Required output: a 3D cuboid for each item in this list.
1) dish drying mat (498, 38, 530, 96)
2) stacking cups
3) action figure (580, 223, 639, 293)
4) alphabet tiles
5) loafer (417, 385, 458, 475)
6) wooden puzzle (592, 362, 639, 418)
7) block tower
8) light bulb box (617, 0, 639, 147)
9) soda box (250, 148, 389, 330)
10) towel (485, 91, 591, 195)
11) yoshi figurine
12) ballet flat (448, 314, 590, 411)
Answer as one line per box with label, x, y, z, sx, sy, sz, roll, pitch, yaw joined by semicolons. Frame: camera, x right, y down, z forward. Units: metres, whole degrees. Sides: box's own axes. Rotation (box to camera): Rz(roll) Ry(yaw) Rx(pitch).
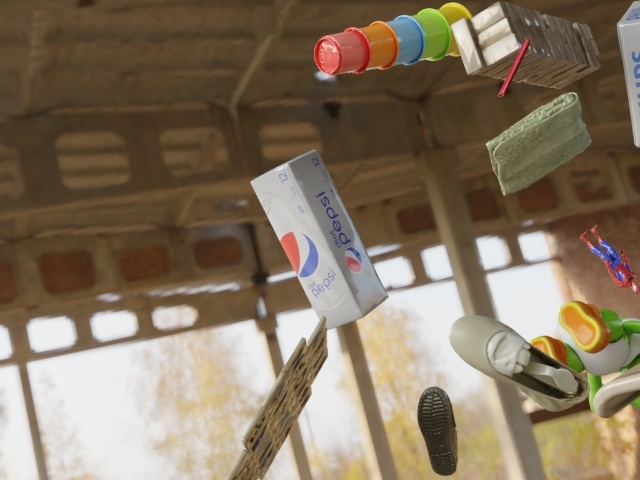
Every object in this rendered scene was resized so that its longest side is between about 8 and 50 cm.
dish drying mat;0.270;-0.239;1.525;0.008;0.083;0.032;26;-2;-3
stacking cups;0.129;-0.330;1.830;0.316;0.096;0.096;-21;-6;-42
action figure;0.427;0.030;1.600;0.038;0.115;0.030;-29;-15;-24
alphabet tiles;-0.062;0.267;1.687;0.011;0.285;0.342;27;-18;11
loafer;0.186;0.296;1.732;0.056;0.148;0.050;-4;13;16
wooden puzzle;0.495;0.099;1.132;0.348;0.080;0.322;-30;-10;40
block tower;0.357;-0.324;1.850;0.097;0.090;0.335;-27;-15;38
light bulb box;0.734;-0.327;1.937;0.361;0.225;0.358;-6;15;22
soda box;0.000;0.000;1.846;0.091;0.286;0.098;-23;6;36
towel;0.304;-0.132;1.523;0.148;0.027;0.110;-32;-47;-1
yoshi figurine;0.545;0.224;1.989;0.204;0.202;0.362;3;-5;43
ballet flat;0.302;0.181;1.628;0.248;0.086;0.086;30;-35;-24
